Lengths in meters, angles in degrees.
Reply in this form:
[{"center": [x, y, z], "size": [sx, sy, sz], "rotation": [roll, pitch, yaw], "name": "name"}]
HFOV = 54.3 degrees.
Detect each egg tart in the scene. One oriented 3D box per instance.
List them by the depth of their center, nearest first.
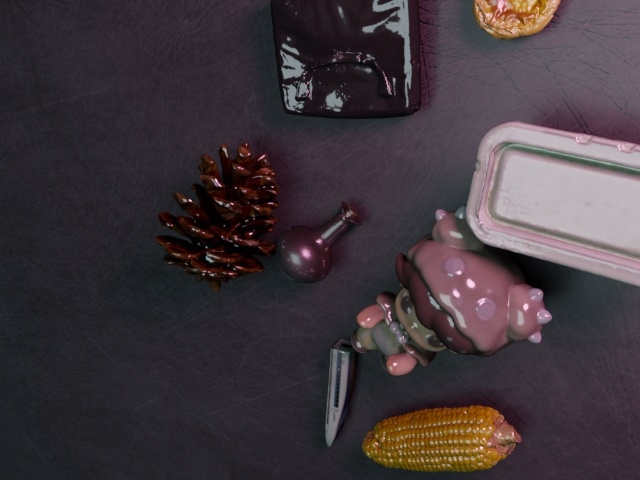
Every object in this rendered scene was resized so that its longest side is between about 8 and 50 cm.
[{"center": [0.288, -0.358, 0.922], "size": [0.130, 0.052, 0.130], "rotation": [10, 110, 28], "name": "egg tart"}]

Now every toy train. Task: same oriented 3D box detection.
[{"center": [0.042, 0.330, 1.307], "size": [0.048, 0.055, 0.252], "rotation": [11, 112, 20], "name": "toy train"}]

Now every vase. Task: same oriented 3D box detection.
[{"center": [0.000, 0.000, 1.195], "size": [0.183, 0.120, 0.120], "rotation": [-41, 82, 21], "name": "vase"}]

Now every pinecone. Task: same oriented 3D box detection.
[{"center": [-0.192, -0.044, 1.224], "size": [0.244, 0.244, 0.309], "rotation": [20, 100, 26], "name": "pinecone"}]

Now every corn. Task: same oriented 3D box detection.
[{"center": [0.220, 0.375, 1.172], "size": [0.322, 0.119, 0.119], "rotation": [-21, 93, 40], "name": "corn"}]

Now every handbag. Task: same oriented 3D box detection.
[{"center": [0.044, -0.331, 1.068], "size": [0.275, 0.088, 0.244], "rotation": [5, 110, 28], "name": "handbag"}]

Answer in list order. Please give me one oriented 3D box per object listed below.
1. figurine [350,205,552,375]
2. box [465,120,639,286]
[{"center": [0.199, 0.120, 1.063], "size": [0.248, 0.203, 0.380], "rotation": [56, 137, 13], "name": "figurine"}, {"center": [0.387, -0.066, 0.875], "size": [0.312, 0.182, 0.175], "rotation": [18, 114, 26], "name": "box"}]
